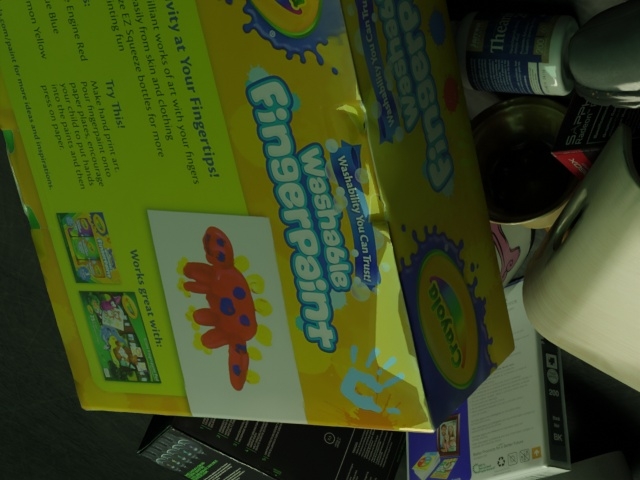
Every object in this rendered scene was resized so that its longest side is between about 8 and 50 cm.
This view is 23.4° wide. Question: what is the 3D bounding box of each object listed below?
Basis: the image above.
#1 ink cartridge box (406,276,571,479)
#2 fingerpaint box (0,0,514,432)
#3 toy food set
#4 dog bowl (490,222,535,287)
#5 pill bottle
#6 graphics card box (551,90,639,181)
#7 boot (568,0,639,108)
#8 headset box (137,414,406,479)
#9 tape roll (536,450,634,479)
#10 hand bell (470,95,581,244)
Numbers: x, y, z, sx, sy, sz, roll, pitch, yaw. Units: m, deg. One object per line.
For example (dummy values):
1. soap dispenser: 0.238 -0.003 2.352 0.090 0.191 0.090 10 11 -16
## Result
1. ink cartridge box: 0.173 0.166 1.665 0.045 0.208 0.206 16 152 -37
2. fingerpaint box: -0.070 -0.082 1.275 0.371 0.163 0.444 -1 111 34
3. toy food set: 0.334 0.049 1.265 0.306 0.092 0.219 29 143 3
4. dog bowl: 0.000 0.000 1.561 0.408 0.150 0.408 17 150 10
5. pill bottle: 0.151 -0.157 1.290 0.120 0.067 0.067 6 147 24
6. graphics card box: 0.391 -0.053 1.218 0.233 0.094 0.371 39 155 -29
7. boot: 0.285 -0.228 1.069 0.338 0.118 0.222 -18 130 33
8. headset box: -0.043 0.181 1.780 0.283 0.246 0.131 28 150 -12
9. tape roll: 0.191 0.350 1.842 0.392 0.072 0.392 -19 166 -5
10. hand bell: 0.218 -0.023 1.456 0.126 0.126 0.242 5 158 26
